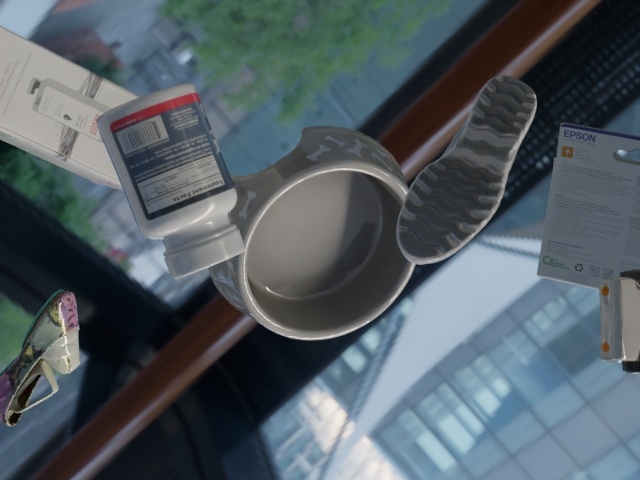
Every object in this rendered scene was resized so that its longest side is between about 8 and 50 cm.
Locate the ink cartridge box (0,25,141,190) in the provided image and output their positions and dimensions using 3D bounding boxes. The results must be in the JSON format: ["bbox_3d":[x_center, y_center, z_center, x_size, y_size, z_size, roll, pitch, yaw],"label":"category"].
[{"bbox_3d":[-0.360,-0.174,1.648,0.207,0.283,0.117,15,-99,58],"label":"ink cartridge box"}]

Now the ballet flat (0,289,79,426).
[{"bbox_3d":[-0.364,0.161,1.690,0.221,0.079,0.077,-50,168,25],"label":"ballet flat"}]

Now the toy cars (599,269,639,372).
[{"bbox_3d":[0.385,0.026,1.352,0.087,0.176,0.394,-8,-152,49],"label":"toy cars"}]

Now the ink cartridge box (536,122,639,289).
[{"bbox_3d":[0.415,-0.036,1.732,0.045,0.223,0.224,-32,132,-61],"label":"ink cartridge box"}]

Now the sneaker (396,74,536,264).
[{"bbox_3d":[0.191,-0.073,1.652,0.281,0.105,0.115,-53,168,-21],"label":"sneaker"}]

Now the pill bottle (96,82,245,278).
[{"bbox_3d":[-0.146,-0.059,1.312,0.108,0.180,0.108,-21,-176,2],"label":"pill bottle"}]

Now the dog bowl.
[{"bbox_3d":[0.000,0.000,2.009,0.349,0.349,0.102,-41,-145,0],"label":"dog bowl"}]
